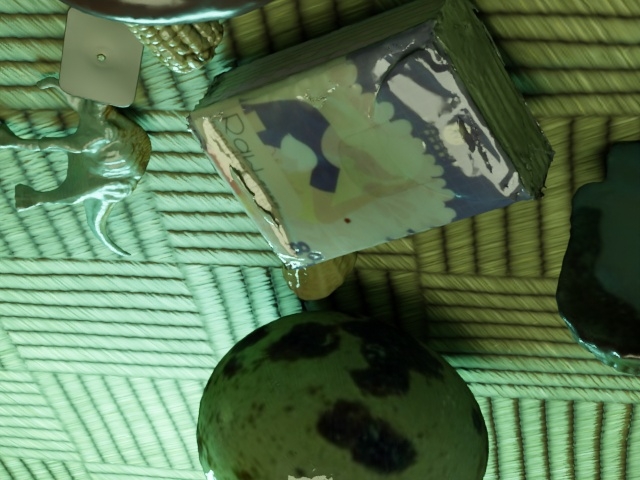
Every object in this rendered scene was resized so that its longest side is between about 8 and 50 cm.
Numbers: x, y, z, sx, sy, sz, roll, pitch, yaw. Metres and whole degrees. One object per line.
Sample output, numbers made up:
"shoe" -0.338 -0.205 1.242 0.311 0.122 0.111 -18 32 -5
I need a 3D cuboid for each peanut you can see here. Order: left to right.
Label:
"peanut" 0.000 0.000 1.884 0.099 0.090 0.214 2 147 0

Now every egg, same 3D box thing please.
"egg" 0.036 0.276 2.053 0.428 0.345 0.345 20 145 -22

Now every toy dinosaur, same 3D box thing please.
"toy dinosaur" -0.296 -0.082 1.843 0.206 0.092 0.393 -5 136 11

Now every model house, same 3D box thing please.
"model house" 0.481 0.087 1.718 0.360 0.297 0.339 -4 147 18

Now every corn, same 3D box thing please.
"corn" -0.186 -0.259 1.554 0.087 0.087 0.211 -15 140 32

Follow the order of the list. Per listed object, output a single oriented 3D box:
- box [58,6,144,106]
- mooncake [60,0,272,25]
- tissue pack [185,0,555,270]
"box" -0.243 -0.213 1.657 0.091 0.031 0.126 12 130 -4
"mooncake" -0.139 -0.342 1.299 0.326 0.174 0.334 35 124 -11
"tissue pack" 0.051 -0.114 1.632 0.344 0.125 0.242 -16 121 34
